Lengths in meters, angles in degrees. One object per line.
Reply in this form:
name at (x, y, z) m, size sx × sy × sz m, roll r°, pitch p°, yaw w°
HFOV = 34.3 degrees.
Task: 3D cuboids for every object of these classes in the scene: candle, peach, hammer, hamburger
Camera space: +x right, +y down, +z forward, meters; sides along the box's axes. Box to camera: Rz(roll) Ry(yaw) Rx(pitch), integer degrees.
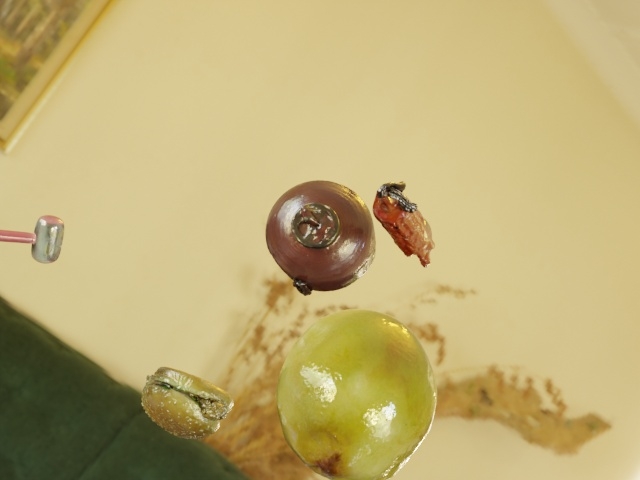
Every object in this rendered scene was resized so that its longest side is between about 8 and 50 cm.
candle at (0.113, -0.029, 1.421) m, size 0.084 × 0.059 × 0.301 m, roll 53°, pitch 2°, yaw 22°
peach at (0.071, 0.287, 1.930) m, size 0.314 × 0.316 × 0.281 m, roll 53°, pitch -46°, yaw 13°
hammer at (-0.311, -0.004, 1.084) m, size 0.083 × 0.052 × 0.031 m, roll 6°, pitch 12°, yaw -29°
hamburger at (-0.296, 0.359, 2.271) m, size 0.189 × 0.122 × 0.215 m, roll 38°, pitch -25°, yaw -23°

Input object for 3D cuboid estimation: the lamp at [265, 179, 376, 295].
lamp at (0.000, 0.000, 1.646) m, size 0.180 × 0.180 × 0.258 m, roll 34°, pitch -3°, yaw 9°
